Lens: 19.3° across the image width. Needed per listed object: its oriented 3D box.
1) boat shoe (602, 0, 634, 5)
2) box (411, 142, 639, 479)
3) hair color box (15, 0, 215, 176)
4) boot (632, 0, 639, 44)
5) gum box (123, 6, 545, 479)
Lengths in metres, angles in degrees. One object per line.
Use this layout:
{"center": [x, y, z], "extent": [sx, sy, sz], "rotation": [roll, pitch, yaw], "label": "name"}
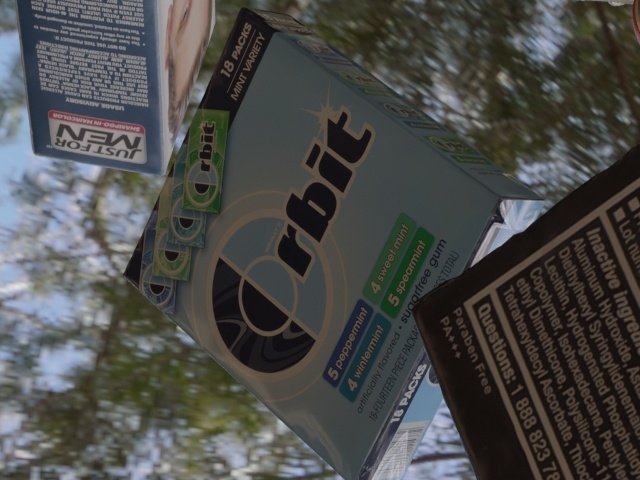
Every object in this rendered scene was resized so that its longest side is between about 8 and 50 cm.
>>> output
{"center": [0.149, -0.163, 0.845], "extent": [0.324, 0.116, 0.123], "rotation": [23, -116, -5], "label": "boat shoe"}
{"center": [0.231, 0.079, 0.601], "extent": [0.294, 0.182, 0.296], "rotation": [-39, -121, 33], "label": "box"}
{"center": [-0.137, -0.227, 1.270], "extent": [0.105, 0.347, 0.174], "rotation": [10, -130, 5], "label": "hair color box"}
{"center": [0.180, -0.070, 0.838], "extent": [0.059, 0.158, 0.084], "rotation": [-60, -150, -7], "label": "boot"}
{"center": [0.000, 0.000, 0.904], "extent": [0.184, 0.041, 0.157], "rotation": [38, -67, 34], "label": "gum box"}
